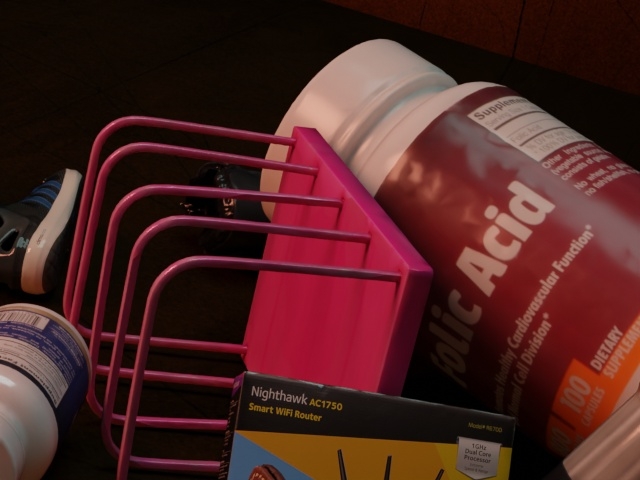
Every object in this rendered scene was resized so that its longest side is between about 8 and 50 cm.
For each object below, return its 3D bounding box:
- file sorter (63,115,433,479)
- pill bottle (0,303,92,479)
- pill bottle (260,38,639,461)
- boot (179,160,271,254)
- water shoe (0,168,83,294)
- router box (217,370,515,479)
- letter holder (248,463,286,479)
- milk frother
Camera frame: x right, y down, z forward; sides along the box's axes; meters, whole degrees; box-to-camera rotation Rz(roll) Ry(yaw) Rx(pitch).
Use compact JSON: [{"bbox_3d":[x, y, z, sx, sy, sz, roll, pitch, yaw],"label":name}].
[{"bbox_3d":[-0.071,0.048,1.241,0.182,0.202,0.290,6,20,-19],"label":"file sorter"},{"bbox_3d":[-0.209,0.111,1.121,0.094,0.094,0.169,15,19,1],"label":"pill bottle"},{"bbox_3d":[0.154,0.012,1.393,0.392,0.224,0.224,36,26,27],"label":"pill bottle"},{"bbox_3d":[0.000,0.000,1.599,0.207,0.094,0.246,7,16,-29],"label":"boot"},{"bbox_3d":[-0.253,-0.019,1.499,0.080,0.073,0.203,11,18,-4],"label":"water shoe"},{"bbox_3d":[0.024,0.162,1.087,0.179,0.133,0.046,10,-12,-12],"label":"router box"},{"bbox_3d":[0.042,0.248,0.722,0.152,0.214,0.302,9,19,-16],"label":"letter holder"},{"bbox_3d":[0.208,0.169,1.201,0.129,0.135,0.143,41,12,-22],"label":"milk frother"}]
